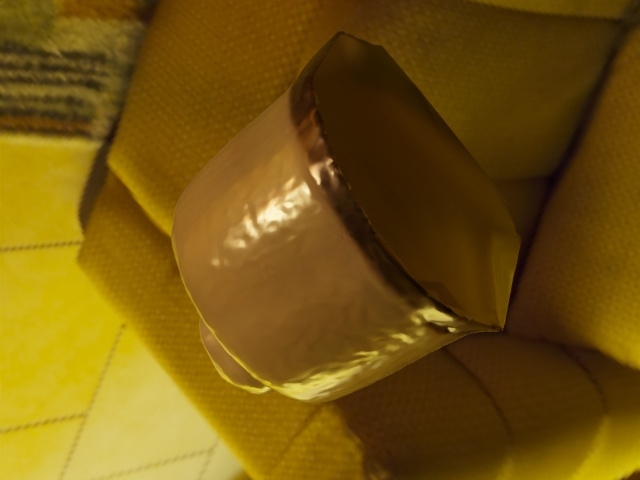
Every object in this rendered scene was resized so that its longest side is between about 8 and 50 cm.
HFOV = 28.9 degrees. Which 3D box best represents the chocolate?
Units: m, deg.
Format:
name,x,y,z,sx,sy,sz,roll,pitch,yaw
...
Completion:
name,x,y,z,sx,sy,sz,roll,pitch,yaw
chocolate,0.000,0.000,1.288,0.297,0.314,0.326,-30,-161,30
